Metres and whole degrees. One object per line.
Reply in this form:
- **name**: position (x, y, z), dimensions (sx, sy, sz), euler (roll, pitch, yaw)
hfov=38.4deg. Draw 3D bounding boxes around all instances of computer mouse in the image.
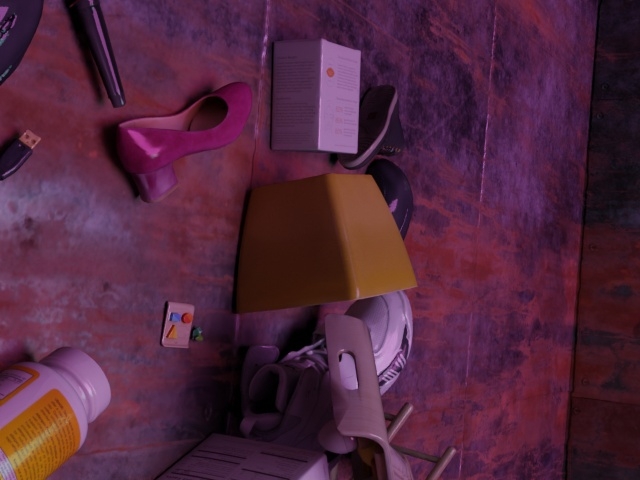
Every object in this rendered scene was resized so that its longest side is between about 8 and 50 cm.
- **computer mouse**: position (0.131, -0.021, 1.743), dimensions (0.188, 0.072, 0.272), euler (16, 79, -59)
- **computer mouse**: position (-0.326, -0.175, 0.940), dimensions (0.184, 0.060, 0.262), euler (58, 44, -44)

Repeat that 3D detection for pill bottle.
- **pill bottle**: position (-0.316, 0.198, 0.942), dimensions (0.208, 0.118, 0.117), euler (-42, 128, -51)

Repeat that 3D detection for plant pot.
- **plant pot**: position (0.000, 0.000, 1.404), dimensions (0.212, 0.212, 0.187), euler (-7, 88, -60)

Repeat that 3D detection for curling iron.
- **curling iron**: position (-0.280, -0.277, 1.041), dimensions (0.068, 0.035, 0.274), euler (-48, 132, -42)

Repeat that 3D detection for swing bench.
- **swing bench**: position (0.097, 0.433, 1.645), dimensions (0.253, 0.165, 0.254), euler (51, 55, -50)

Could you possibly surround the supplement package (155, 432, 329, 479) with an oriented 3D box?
- **supplement package**: position (-0.126, 0.415, 1.210), dimensions (0.263, 0.198, 0.199), euler (-32, 119, -55)

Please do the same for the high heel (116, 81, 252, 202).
- **high heel**: position (-0.173, -0.164, 1.193), dimensions (0.244, 0.082, 0.117), euler (-47, 143, -31)

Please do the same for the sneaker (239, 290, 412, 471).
- **sneaker**: position (0.009, 0.193, 1.438), dimensions (0.365, 0.137, 0.210), euler (-57, 141, -15)

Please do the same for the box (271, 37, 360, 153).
- **box**: position (-0.006, -0.226, 1.464), dimensions (0.130, 0.091, 0.170), euler (-3, 96, -60)

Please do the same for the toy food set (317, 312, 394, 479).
- **toy food set**: position (0.048, 0.284, 1.289), dimensions (0.219, 0.093, 0.306), euler (-97, 179, -53)

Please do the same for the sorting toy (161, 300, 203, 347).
- **sorting toy**: position (-0.186, 0.117, 1.264), dimensions (0.083, 0.012, 0.062), euler (16, 79, -59)

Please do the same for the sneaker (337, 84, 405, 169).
- **sneaker**: position (0.104, -0.175, 1.670), dimensions (0.222, 0.083, 0.118), euler (-60, 141, -39)
